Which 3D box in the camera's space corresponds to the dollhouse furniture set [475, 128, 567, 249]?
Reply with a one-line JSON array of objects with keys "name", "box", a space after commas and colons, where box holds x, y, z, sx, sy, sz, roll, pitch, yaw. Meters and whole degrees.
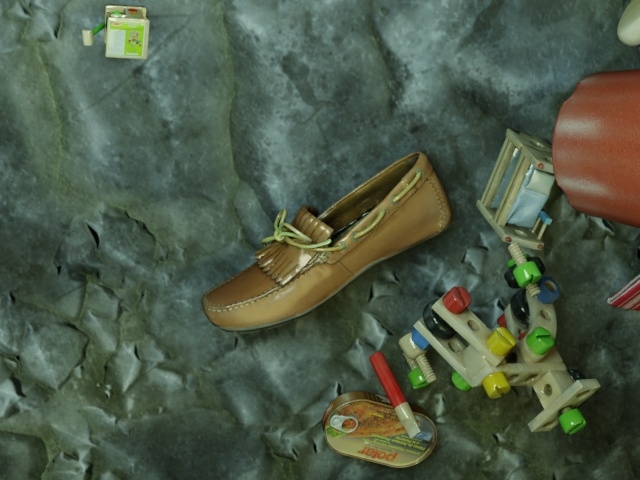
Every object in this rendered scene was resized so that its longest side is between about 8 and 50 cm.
[{"name": "dollhouse furniture set", "box": [0.347, -0.061, 1.875, 0.184, 0.129, 0.129, 13, 113, -18]}]

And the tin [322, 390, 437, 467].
[{"name": "tin", "box": [0.092, 0.297, 2.052, 0.190, 0.040, 0.106, 18, 107, -20]}]

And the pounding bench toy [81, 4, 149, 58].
[{"name": "pounding bench toy", "box": [-0.264, -0.269, 1.666, 0.083, 0.065, 0.052, 1, 117, -13]}]

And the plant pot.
[{"name": "plant pot", "box": [0.466, -0.118, 1.705, 0.272, 0.265, 0.272, -8, 103, -39]}]

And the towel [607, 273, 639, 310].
[{"name": "towel", "box": [0.609, 0.071, 2.004, 0.275, 0.031, 0.199, 7, 153, -16]}]

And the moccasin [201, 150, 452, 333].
[{"name": "moccasin", "box": [0.001, 0.001, 1.822, 0.380, 0.139, 0.147, -28, 118, 1]}]

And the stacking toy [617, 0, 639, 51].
[{"name": "stacking toy", "box": [0.573, -0.236, 1.787, 0.330, 0.141, 0.141, 37, 104, -9]}]

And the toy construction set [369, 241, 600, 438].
[{"name": "toy construction set", "box": [0.251, 0.197, 1.889, 0.309, 0.237, 0.257, -33, 156, 17]}]
